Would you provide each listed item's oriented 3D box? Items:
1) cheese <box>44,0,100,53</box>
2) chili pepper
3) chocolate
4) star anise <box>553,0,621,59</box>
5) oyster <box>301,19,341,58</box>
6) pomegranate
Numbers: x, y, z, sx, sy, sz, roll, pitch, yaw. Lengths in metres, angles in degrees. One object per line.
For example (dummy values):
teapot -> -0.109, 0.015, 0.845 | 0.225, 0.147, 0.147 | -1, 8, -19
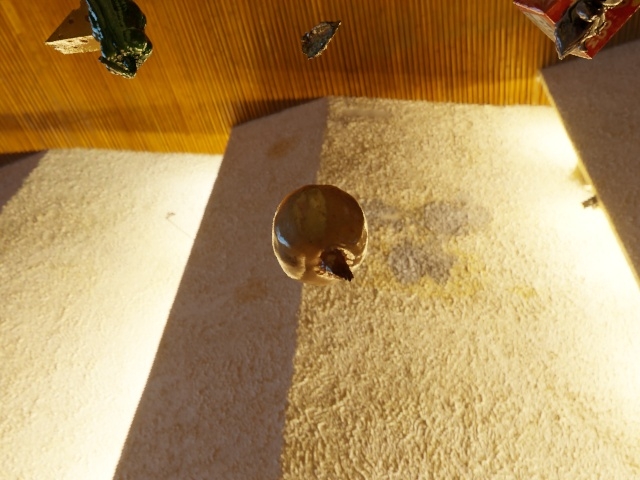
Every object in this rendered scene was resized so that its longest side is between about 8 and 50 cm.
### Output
cheese -> -0.618, -0.539, 1.548 | 0.171, 0.126, 0.093 | -24, 179, 8
chili pepper -> -0.277, -0.312, 0.759 | 0.074, 0.100, 0.256 | -27, -96, -7
chocolate -> 0.591, -0.546, 1.319 | 0.234, 0.238, 0.108 | -49, -139, 23
star anise -> 0.472, -0.407, 1.033 | 0.081, 0.262, 0.230 | 34, -89, 8
oyster -> 0.003, -0.541, 1.617 | 0.132, 0.086, 0.029 | -6, -174, 34
pomegranate -> -0.005, -0.011, 1.177 | 0.207, 0.207, 0.207 | -9, -140, 7
